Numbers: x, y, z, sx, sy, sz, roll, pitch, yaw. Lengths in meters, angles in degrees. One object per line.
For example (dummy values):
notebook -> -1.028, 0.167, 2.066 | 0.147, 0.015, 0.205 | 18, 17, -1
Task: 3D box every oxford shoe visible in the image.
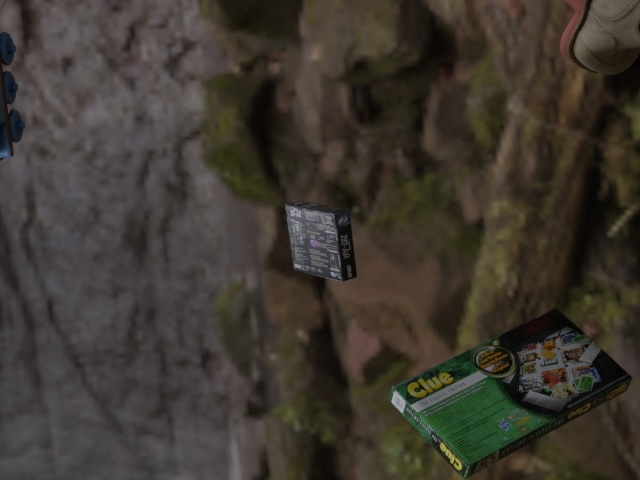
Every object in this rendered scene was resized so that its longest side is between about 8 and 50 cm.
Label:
oxford shoe -> 0.368, -0.257, 1.920 | 0.130, 0.123, 0.348 | 35, 178, 16

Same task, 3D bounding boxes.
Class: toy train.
toy train -> -0.420, -0.184, 1.984 | 0.105, 0.080, 0.184 | -43, -51, -74

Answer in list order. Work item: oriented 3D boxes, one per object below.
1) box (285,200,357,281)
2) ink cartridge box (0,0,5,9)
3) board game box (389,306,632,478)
box -> 0.000, 0.000, 1.528 | 0.083, 0.018, 0.067 | 11, 112, 55
ink cartridge box -> -0.382, -0.284, 1.767 | 0.104, 0.062, 0.181 | 17, 78, 60
board game box -> 0.220, 0.170, 1.851 | 0.136, 0.260, 0.030 | 47, 144, 30
